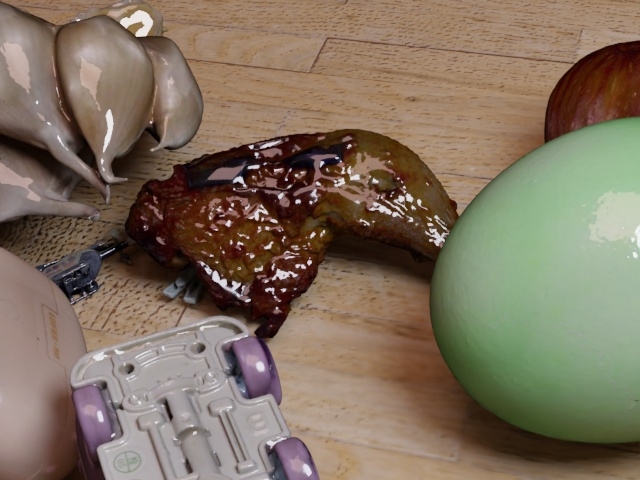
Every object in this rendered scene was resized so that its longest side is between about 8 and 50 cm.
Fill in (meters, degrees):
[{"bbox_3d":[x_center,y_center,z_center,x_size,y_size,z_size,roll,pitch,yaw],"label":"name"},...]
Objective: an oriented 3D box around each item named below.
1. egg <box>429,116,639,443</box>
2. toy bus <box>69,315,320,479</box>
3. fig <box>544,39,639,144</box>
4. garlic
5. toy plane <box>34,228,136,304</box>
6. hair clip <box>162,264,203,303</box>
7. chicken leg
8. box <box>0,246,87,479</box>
[{"bbox_3d":[0.208,0.028,0.927,0.270,0.220,0.220,-14,42,2],"label":"egg"},{"bbox_3d":[-0.079,0.162,0.873,0.142,0.142,0.202,-17,44,-11],"label":"toy bus"},{"bbox_3d":[0.257,-0.055,1.075,0.175,0.175,0.207,13,65,20],"label":"fig"},{"bbox_3d":[-0.222,-0.102,1.157,0.237,0.210,0.292,14,27,0],"label":"garlic"},{"bbox_3d":[-0.199,0.020,1.129,0.121,0.031,0.049,-27,37,-17],"label":"toy plane"},{"bbox_3d":[-0.097,0.006,1.127,0.030,0.039,0.115,8,46,20],"label":"hair clip"},{"bbox_3d":[0.002,-0.012,1.084,0.322,0.083,0.177,-6,67,0],"label":"chicken leg"},{"bbox_3d":[-0.232,0.089,0.975,0.088,0.146,0.200,-36,42,16],"label":"box"}]
